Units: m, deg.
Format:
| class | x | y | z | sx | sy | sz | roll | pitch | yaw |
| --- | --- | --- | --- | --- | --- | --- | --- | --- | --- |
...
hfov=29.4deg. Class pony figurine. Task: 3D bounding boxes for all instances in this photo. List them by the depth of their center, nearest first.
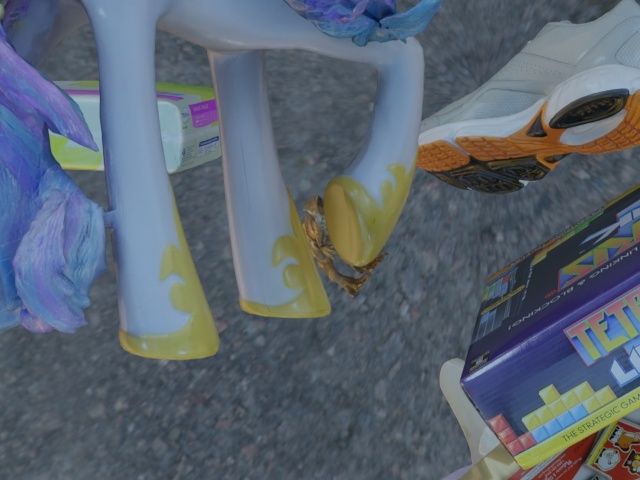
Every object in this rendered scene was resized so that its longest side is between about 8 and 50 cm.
| class | x | y | z | sx | sy | sz | roll | pitch | yaw |
| --- | --- | --- | --- | --- | --- | --- | --- | --- | --- |
| pony figurine | -0.089 | -0.136 | 0.539 | 0.351 | 0.303 | 0.363 | 0 | 98 | -37 |

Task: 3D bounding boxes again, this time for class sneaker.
| class | x | y | z | sx | sy | sz | roll | pitch | yaw |
| --- | --- | --- | --- | --- | --- | --- | --- | --- | --- |
| sneaker | 0.186 | -0.125 | 1.062 | 0.262 | 0.099 | 0.121 | -15 | 53 | 43 |

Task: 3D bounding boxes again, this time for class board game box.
| class | x | y | z | sx | sy | sz | roll | pitch | yaw |
| --- | --- | --- | --- | --- | --- | --- | --- | --- | --- |
| board game box | 0.143 | 0.009 | 0.497 | 0.170 | 0.141 | 0.048 | -34 | 94 | 17 |

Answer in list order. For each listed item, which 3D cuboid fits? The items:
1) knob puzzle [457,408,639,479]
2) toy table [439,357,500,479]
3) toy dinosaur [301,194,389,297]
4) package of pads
| class | x | y | z | sx | sy | sz | roll | pitch | yaw |
| --- | --- | --- | --- | --- | --- | --- | --- | --- | --- |
| knob puzzle | 0.186 | 0.170 | 0.708 | 0.213 | 0.030 | 0.213 | -14 | 51 | 18 |
| toy table | 0.229 | 0.248 | 1.334 | 0.252 | 0.274 | 0.161 | 18 | 108 | 19 |
| toy dinosaur | 0.000 | 0.000 | 1.132 | 0.112 | 0.211 | 0.064 | 42 | 69 | -1 |
| package of pads | -0.284 | -0.149 | 1.559 | 0.296 | 0.229 | 0.101 | 4 | 101 | 11 |
